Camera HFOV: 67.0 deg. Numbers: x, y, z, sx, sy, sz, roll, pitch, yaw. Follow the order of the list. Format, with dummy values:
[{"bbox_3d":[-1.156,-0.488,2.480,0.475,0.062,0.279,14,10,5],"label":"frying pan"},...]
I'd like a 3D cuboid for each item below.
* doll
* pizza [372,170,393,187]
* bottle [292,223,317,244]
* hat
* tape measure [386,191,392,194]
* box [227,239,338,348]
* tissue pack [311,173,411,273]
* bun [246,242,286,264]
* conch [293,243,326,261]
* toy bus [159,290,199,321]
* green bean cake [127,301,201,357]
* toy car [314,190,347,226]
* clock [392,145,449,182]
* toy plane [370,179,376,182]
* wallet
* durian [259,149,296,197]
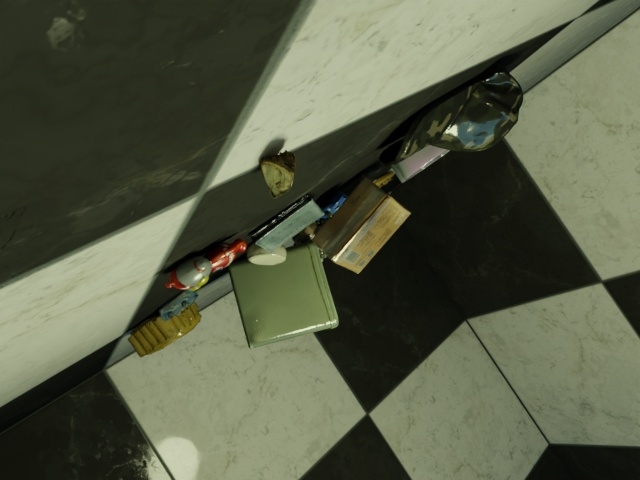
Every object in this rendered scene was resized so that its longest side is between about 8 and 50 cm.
[{"bbox_3d":[-0.287,0.063,1.204,0.142,0.076,0.245,-36,-179,38],"label":"doll"},{"bbox_3d":[0.288,-0.279,2.358,0.175,0.046,0.134,-33,178,-18],"label":"pizza"},{"bbox_3d":[-0.047,-0.047,1.961,0.097,0.110,0.209,11,165,-16],"label":"bottle"},{"bbox_3d":[0.377,-0.299,1.396,0.381,0.257,0.366,-53,-177,-20],"label":"hat"},{"bbox_3d":[0.215,-0.169,2.206,0.330,0.084,0.164,-12,174,-22],"label":"tape measure"},{"bbox_3d":[-0.150,0.211,1.870,0.344,0.351,0.177,-15,173,-13],"label":"box"},{"bbox_3d":[0.127,-0.072,1.759,0.305,0.238,0.238,-50,175,10],"label":"tissue pack"},{"bbox_3d":[-0.186,0.028,1.685,0.138,0.094,0.138,0,161,0],"label":"bun"},{"bbox_3d":[0.003,-0.012,2.219,0.241,0.186,0.313,-31,-179,-29],"label":"conch"},{"bbox_3d":[-0.511,0.230,1.743,0.153,0.061,0.051,-35,176,11],"label":"toy bus"},{"bbox_3d":[-0.602,0.339,1.894,0.230,0.131,0.224,-34,179,23],"label":"green bean cake"},{"bbox_3d":[0.022,-0.118,1.682,0.103,0.063,0.216,-53,-171,-21],"label":"toy car"},{"bbox_3d":[0.431,-0.364,1.898,0.339,0.102,0.338,-34,178,-1],"label":"clock"},{"bbox_3d":[0.199,-0.239,2.169,0.121,0.031,0.049,-31,169,-4],"label":"toy plane"},{"bbox_3d":[-0.097,-0.046,1.469,0.222,0.036,0.167,-34,162,3],"label":"wallet"},{"bbox_3d":[-0.063,-0.109,0.774,0.052,0.066,0.130,-32,-173,-22],"label":"durian"}]
